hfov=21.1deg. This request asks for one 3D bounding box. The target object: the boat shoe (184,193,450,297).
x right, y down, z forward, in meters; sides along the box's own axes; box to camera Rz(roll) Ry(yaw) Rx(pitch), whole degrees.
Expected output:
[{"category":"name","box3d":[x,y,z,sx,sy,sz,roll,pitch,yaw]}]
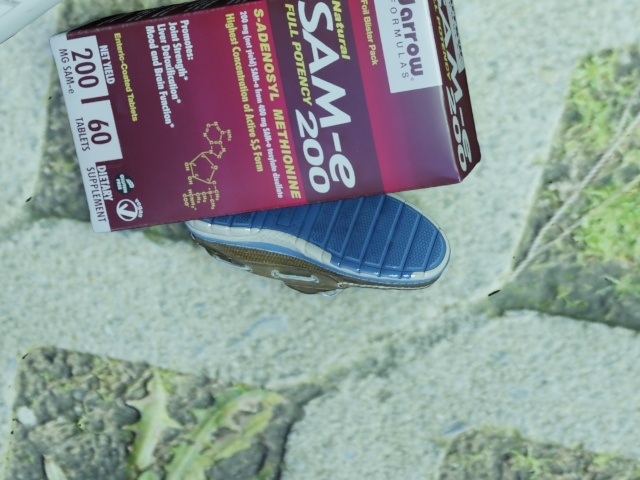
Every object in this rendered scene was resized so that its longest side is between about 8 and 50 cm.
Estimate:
[{"category":"boat shoe","box3d":[0.000,0.000,1.128,0.183,0.066,0.066,16,149,19]}]

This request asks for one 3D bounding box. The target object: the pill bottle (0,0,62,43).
[{"category":"pill bottle","box3d":[-0.103,-0.211,0.766,0.283,0.160,0.160,-27,114,27]}]

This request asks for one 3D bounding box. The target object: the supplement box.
[{"category":"supplement box","box3d":[-0.033,-0.087,1.051,0.239,0.073,0.130,-8,103,17]}]
